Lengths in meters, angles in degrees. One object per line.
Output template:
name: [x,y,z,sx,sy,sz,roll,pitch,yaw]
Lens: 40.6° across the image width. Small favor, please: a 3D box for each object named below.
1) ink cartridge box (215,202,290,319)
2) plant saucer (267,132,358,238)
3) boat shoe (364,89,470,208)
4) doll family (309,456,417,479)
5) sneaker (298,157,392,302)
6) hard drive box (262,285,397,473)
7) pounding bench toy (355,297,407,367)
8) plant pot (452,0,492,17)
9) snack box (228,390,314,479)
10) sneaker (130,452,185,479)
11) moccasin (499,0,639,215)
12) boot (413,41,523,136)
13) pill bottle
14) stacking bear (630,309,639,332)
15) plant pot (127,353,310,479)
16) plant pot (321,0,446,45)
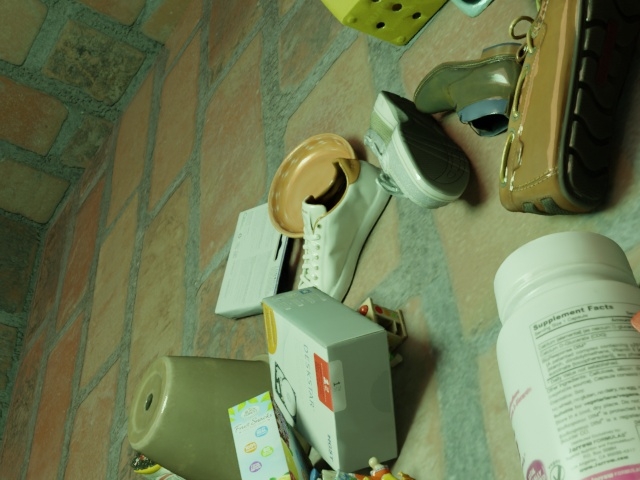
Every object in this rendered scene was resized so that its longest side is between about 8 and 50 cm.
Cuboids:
ink cartridge box: [-0.106,0.031,1.644,0.224,0.045,0.223,-16,56,54]
plant saucer: [-0.008,-0.092,1.521,0.200,0.037,0.200,-21,55,34]
boat shoe: [0.127,-0.121,1.265,0.103,0.118,0.320,-62,22,23]
doll family: [0.070,0.350,0.957,0.118,0.163,0.263,107,170,-52]
sneaker: [0.000,0.000,1.391,0.106,0.123,0.290,32,99,61]
hard drive box: [0.008,0.181,1.185,0.232,0.089,0.181,-157,58,-64]
pounding bench toy: [0.079,0.132,1.203,0.052,0.065,0.083,-50,32,31]
plant pot: [0.241,-0.493,1.169,0.247,0.248,0.252,-46,-4,37]
snack box: [-0.046,0.335,1.149,0.070,0.174,0.207,-23,37,2]
sneaker: [-0.241,0.407,1.577,0.225,0.093,0.088,-13,37,42]
moccasin: [0.289,-0.213,1.025,0.147,0.139,0.380,1,80,52]
boot: [0.200,-0.193,1.215,0.219,0.082,0.106,-19,51,54]
pill bottle: [0.249,0.138,0.779,0.160,0.160,0.283,-46,33,36]
stacking bear: [0.400,0.012,0.617,0.289,0.175,0.164,-54,27,9]
plant pot: [-0.171,0.281,1.369,0.263,0.229,0.263,-43,34,39]
plant pot: [0.110,-0.461,1.475,0.212,0.212,0.187,-42,49,40]
